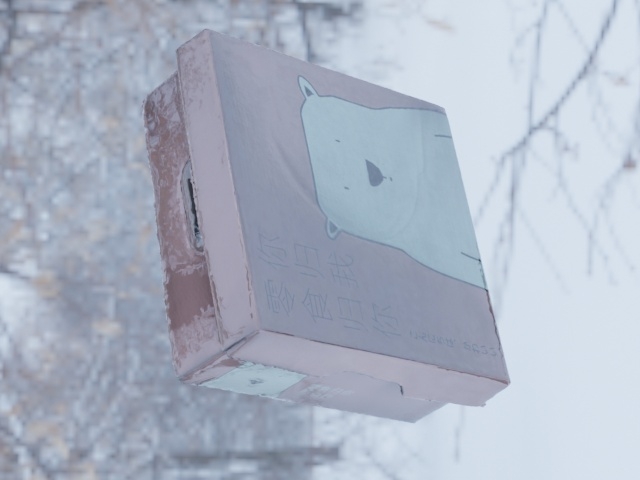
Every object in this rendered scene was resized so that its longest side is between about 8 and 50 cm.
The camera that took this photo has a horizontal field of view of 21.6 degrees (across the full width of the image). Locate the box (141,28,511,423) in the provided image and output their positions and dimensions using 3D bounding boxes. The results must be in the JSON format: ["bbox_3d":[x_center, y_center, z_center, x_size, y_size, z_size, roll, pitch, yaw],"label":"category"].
[{"bbox_3d":[0.000,0.000,1.052,0.086,0.215,0.215,-35,55,39],"label":"box"}]
